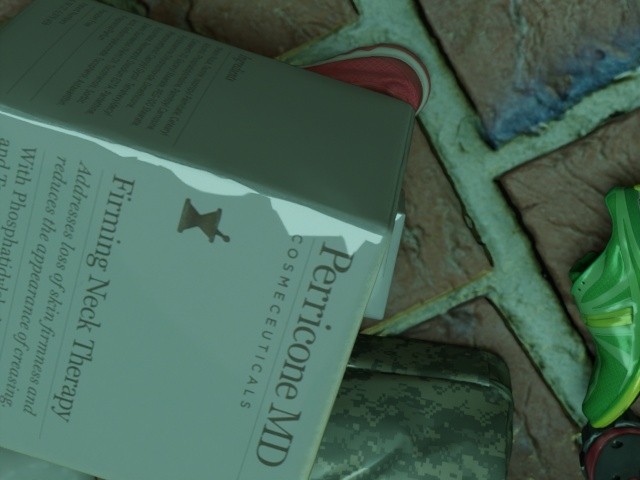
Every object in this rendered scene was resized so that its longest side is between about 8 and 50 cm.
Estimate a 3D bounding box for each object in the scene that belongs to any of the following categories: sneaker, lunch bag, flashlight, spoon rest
[{"bbox_3d":[0.338,0.069,1.538,0.124,0.109,0.295,18,112,22],"label":"sneaker"},{"bbox_3d":[0.063,0.244,1.520,0.305,0.256,0.212,9,109,1],"label":"lunch bag"},{"bbox_3d":[-0.039,-0.138,1.459,0.314,0.136,0.115,-14,106,8],"label":"sneaker"},{"bbox_3d":[0.349,0.292,1.493,0.103,0.304,0.103,-23,105,10],"label":"flashlight"},{"bbox_3d":[-0.413,0.301,1.674,0.276,0.084,0.137,6,111,-12],"label":"spoon rest"}]

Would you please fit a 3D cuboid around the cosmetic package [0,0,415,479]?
[{"bbox_3d":[-0.150,0.005,1.287,0.394,0.327,0.329,17,115,0],"label":"cosmetic package"}]

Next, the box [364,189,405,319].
[{"bbox_3d":[0.000,0.000,1.527,0.171,0.091,0.130,11,110,-1],"label":"box"}]
